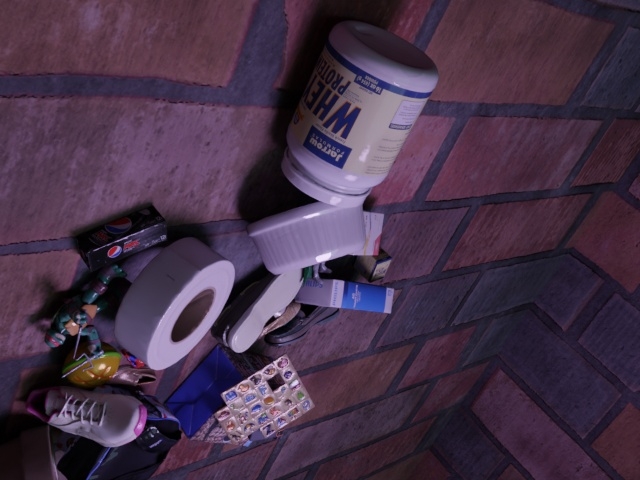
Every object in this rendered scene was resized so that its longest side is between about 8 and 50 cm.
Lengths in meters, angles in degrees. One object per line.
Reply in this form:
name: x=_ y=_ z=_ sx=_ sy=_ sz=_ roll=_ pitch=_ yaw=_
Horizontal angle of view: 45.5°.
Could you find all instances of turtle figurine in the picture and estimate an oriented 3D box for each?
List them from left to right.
turtle figurine: x=-0.478 y=0.157 z=1.549 sx=0.234 sy=0.118 sz=0.175 roll=-50 pitch=167 yaw=-18

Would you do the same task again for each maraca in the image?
maraca: x=-0.508 y=0.279 z=1.686 sx=0.127 sy=0.099 sz=0.186 roll=-5 pitch=158 yaw=-30

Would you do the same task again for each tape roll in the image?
tape roll: x=-0.310 y=0.135 z=1.646 sx=0.286 sy=0.100 sz=0.286 roll=-50 pitch=163 yaw=-21

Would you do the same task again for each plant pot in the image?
plant pot: x=-0.712 y=0.590 z=1.666 sx=0.281 sy=0.323 sz=0.323 roll=-8 pitch=137 yaw=-20

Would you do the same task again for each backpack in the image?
backpack: x=-0.477 y=0.480 z=1.839 sx=0.276 sy=0.213 sz=0.263 roll=-50 pitch=149 yaw=5

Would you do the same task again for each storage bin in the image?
storage bin: x=-0.151 y=0.494 z=2.086 sx=0.091 sy=0.098 sz=0.135 roll=-9 pitch=136 yaw=-29

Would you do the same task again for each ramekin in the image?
ramekin: x=-0.020 y=-0.012 z=1.723 sx=0.273 sy=0.127 sz=0.273 roll=-17 pitch=180 yaw=0

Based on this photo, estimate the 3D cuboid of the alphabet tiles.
alphabet tiles: x=-0.152 y=0.430 z=2.001 sx=0.237 sy=0.009 sz=0.198 roll=-31 pitch=119 yaw=-10

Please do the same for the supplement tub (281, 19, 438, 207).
supplement tub: x=0.071 y=-0.254 z=1.562 sx=0.236 sy=0.235 sz=0.324 roll=-6 pitch=133 yaw=-45

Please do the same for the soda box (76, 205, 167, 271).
soda box: x=-0.391 y=-0.005 z=1.511 sx=0.169 sy=0.053 sz=0.060 roll=-26 pitch=144 yaw=-28

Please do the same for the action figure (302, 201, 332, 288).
action figure: x=0.000 y=0.000 z=1.930 sx=0.137 sy=0.064 sz=0.232 roll=-53 pitch=152 yaw=-45

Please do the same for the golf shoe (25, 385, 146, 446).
golf shoe: x=-0.509 y=0.373 z=1.642 sx=0.140 sy=0.306 sz=0.115 roll=35 pitch=59 yaw=-49

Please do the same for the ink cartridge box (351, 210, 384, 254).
ink cartridge box: x=0.089 y=-0.021 z=1.954 sx=0.198 sy=0.067 sz=0.115 roll=1 pitch=97 yaw=-62

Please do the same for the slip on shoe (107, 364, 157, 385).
slip on shoe: x=-0.458 y=0.333 z=1.854 sx=0.135 sy=0.041 sz=0.051 roll=7 pitch=123 yaw=-52

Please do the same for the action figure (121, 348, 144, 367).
action figure: x=-0.441 y=0.278 z=1.821 sx=0.038 sy=0.030 sz=0.115 roll=-31 pitch=152 yaw=-11

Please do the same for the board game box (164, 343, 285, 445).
board game box: x=-0.242 y=0.437 z=2.132 sx=0.232 sy=0.141 sz=0.291 roll=-48 pitch=148 yaw=7

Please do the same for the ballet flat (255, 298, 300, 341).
ballet flat: x=-0.143 y=0.209 z=2.044 sx=0.206 sy=0.073 sz=0.067 roll=-36 pitch=134 yaw=-18

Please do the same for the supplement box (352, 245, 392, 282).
supplement box: x=0.146 y=0.060 z=2.174 sx=0.056 sy=0.083 sz=0.083 roll=-17 pitch=140 yaw=-37

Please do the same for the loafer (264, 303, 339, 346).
loafer: x=-0.054 y=0.209 z=2.142 sx=0.268 sy=0.096 sz=0.084 roll=-24 pitch=124 yaw=-41

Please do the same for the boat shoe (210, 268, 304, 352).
boat shoe: x=-0.152 y=0.148 z=1.924 sx=0.305 sy=0.091 sz=0.109 roll=-48 pitch=140 yaw=-30

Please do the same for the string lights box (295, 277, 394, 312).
string lights box: x=0.069 y=0.149 z=2.110 sx=0.260 sy=0.133 sz=0.076 roll=11 pitch=85 yaw=-46
